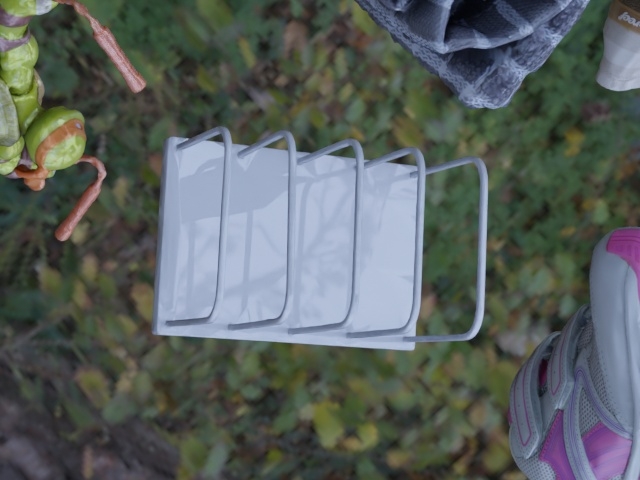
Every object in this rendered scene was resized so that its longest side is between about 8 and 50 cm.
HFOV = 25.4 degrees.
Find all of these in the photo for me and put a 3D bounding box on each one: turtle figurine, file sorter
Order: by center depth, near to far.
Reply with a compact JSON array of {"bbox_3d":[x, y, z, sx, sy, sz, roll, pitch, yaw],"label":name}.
[{"bbox_3d":[-0.220,-0.105,0.898,0.087,0.217,0.269,-42,168,-25],"label":"turtle figurine"},{"bbox_3d":[0.000,0.000,1.358,0.277,0.193,0.173,5,173,-22],"label":"file sorter"}]

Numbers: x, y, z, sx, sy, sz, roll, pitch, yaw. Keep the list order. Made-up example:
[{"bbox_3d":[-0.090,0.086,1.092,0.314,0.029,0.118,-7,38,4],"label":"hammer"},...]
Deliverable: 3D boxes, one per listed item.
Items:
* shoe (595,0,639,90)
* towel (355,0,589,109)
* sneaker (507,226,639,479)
[{"bbox_3d":[0.260,-0.147,1.032,0.219,0.076,0.058,-15,127,-51],"label":"shoe"},{"bbox_3d":[0.072,-0.203,0.591,0.235,0.284,0.121,-36,131,1],"label":"towel"},{"bbox_3d":[0.161,0.096,0.838,0.103,0.111,0.252,-52,146,-43],"label":"sneaker"}]
